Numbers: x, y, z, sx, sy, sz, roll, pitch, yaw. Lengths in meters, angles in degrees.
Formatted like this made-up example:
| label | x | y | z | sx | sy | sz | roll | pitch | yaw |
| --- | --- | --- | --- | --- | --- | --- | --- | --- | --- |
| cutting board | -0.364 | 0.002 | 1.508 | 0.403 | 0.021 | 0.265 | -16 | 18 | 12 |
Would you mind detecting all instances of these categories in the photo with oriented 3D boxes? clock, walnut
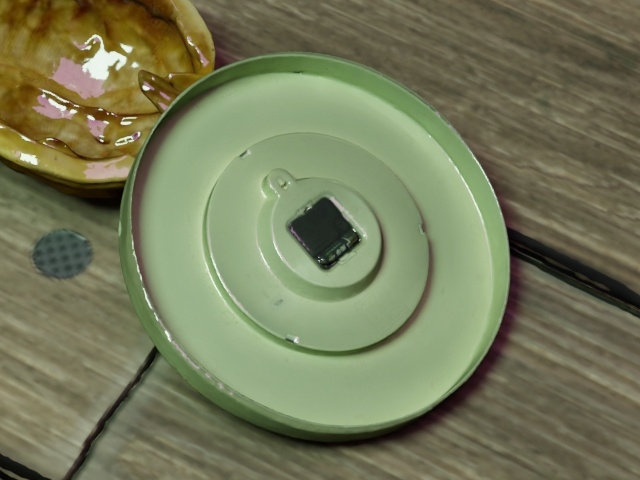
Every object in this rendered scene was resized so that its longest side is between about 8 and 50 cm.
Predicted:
| label | x | y | z | sx | sy | sz | roll | pitch | yaw |
| --- | --- | --- | --- | --- | --- | --- | --- | --- | --- |
| clock | 0.000 | 0.000 | 0.986 | 0.235 | 0.029 | 0.235 | 8 | 63 | -17 |
| walnut | -0.166 | -0.104 | 1.037 | 0.211 | 0.087 | 0.167 | 29 | 60 | -8 |
